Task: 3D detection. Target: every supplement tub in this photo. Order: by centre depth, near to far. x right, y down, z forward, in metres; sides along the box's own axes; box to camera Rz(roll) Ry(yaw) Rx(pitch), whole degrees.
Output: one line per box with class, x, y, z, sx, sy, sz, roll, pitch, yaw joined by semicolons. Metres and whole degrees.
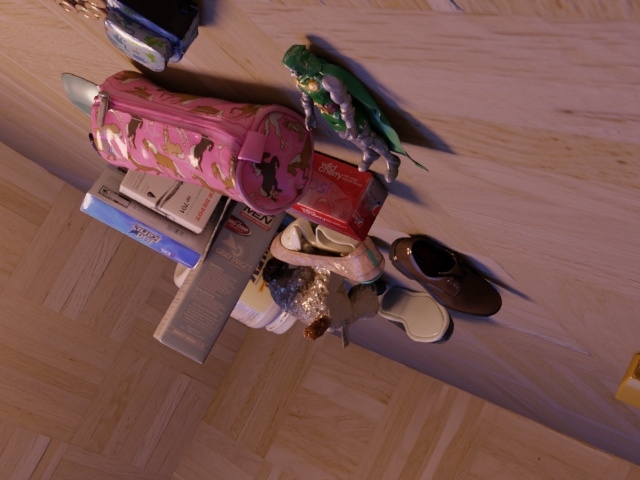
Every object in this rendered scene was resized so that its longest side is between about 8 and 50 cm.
supplement tub;-0.204;0.093;2.344;0.324;0.235;0.235;31;170;-18

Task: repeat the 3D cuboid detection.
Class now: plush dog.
plush dog;-0.025;0.132;2.026;0.225;0.211;0.262;10;148;50

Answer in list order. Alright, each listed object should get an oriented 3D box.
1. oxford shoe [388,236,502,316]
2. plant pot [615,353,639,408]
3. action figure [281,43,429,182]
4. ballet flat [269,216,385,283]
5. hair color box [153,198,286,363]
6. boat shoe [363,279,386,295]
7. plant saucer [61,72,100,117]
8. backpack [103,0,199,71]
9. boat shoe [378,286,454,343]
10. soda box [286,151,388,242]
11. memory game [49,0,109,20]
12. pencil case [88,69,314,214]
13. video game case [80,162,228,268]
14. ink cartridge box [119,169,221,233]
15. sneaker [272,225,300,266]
oxford shoe;0.230;0.068;1.516;0.227;0.083;0.096;29;166;-12
plant pot;0.571;0.244;1.514;0.081;0.081;0.083;23;159;26
action figure;0.024;-0.152;1.015;0.137;0.063;0.232;23;166;42
ballet flat;0.000;0.000;1.792;0.316;0.107;0.106;12;142;40
hair color box;-0.229;0.081;1.939;0.113;0.374;0.185;30;170;-12
boat shoe;0.134;0.122;2.149;0.040;0.049;0.142;-10;179;-6
plant saucer;-0.440;-0.265;1.732;0.195;0.037;0.195;27;171;5
backpack;-0.200;-0.252;1.017;0.105;0.084;0.114;30;173;-2
boat shoe;0.238;0.178;1.998;0.091;0.114;0.302;32;-179;-22
soda box;-0.033;-0.092;1.363;0.263;0.092;0.083;22;168;28
memory game;-0.365;-0.351;1.159;0.186;0.012;0.186;27;170;5
pencil case;-0.183;-0.152;1.288;0.386;0.160;0.167;20;-148;38
video game case;-0.353;-0.086;1.895;0.269;0.244;0.061;30;126;-10
ink cartridge box;-0.300;-0.119;1.798;0.190;0.140;0.082;29;168;-9
sneaker;-0.059;0.011;2.101;0.170;0.068;0.071;38;-176;-7
